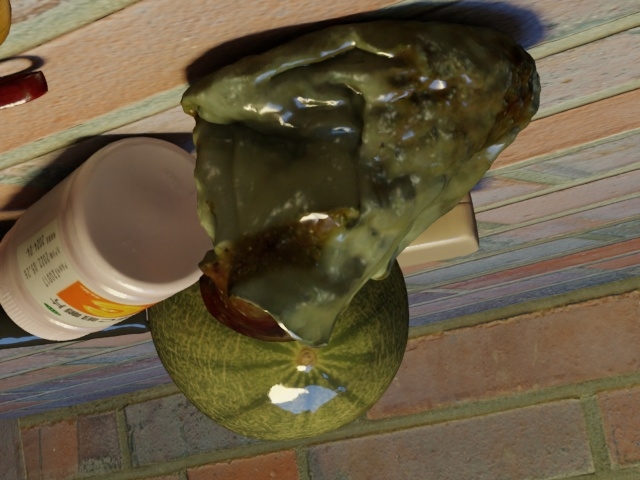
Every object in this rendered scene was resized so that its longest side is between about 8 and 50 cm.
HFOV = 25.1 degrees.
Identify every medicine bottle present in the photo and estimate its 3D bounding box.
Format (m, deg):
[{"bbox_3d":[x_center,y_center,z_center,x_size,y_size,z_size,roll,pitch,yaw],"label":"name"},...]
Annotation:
[{"bbox_3d":[-0.189,0.005,1.234,0.133,0.133,0.250,-4,170,-30],"label":"medicine bottle"}]

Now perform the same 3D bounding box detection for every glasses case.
[{"bbox_3d":[0.000,0.000,1.556,0.336,0.076,0.144,-11,171,7],"label":"glasses case"}]

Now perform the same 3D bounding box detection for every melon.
[{"bbox_3d":[-0.040,0.062,1.331,0.237,0.237,0.302,-7,-165,-13],"label":"melon"}]

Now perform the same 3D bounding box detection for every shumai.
[{"bbox_3d":[0.039,-0.035,1.020,0.272,0.203,0.222,-12,172,-5],"label":"shumai"}]

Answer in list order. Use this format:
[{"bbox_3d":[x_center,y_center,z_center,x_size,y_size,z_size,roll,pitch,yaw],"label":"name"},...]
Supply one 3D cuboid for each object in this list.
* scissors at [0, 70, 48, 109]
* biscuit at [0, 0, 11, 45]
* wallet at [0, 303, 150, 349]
[{"bbox_3d":[-0.304,-0.063,0.915,0.248,0.017,0.144,-9,-163,23],"label":"scissors"},{"bbox_3d":[-0.242,-0.109,0.757,0.154,0.045,0.299,-7,171,-16],"label":"biscuit"},{"bbox_3d":[-0.388,0.064,1.393,0.406,0.062,0.228,-4,-167,-25],"label":"wallet"}]
